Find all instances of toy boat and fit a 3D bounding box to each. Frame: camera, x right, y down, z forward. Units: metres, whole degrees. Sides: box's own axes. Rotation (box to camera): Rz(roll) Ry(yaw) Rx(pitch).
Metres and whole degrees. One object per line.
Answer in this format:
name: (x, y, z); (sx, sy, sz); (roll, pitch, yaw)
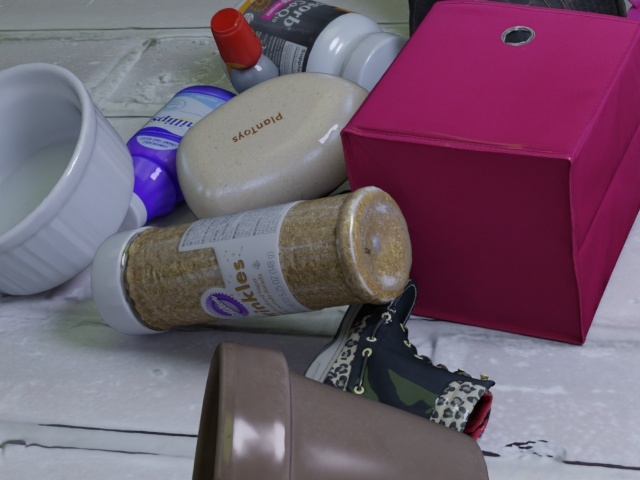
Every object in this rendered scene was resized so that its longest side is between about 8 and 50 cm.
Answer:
toy boat: (-0.064, -0.154, 1.695); (0.267, 0.148, 0.318); (-23, 53, 4)

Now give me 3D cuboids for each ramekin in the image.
ramekin: (-0.361, -0.067, 1.615); (0.277, 0.135, 0.277); (-16, 52, 22)

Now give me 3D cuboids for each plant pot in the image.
plant pot: (0.011, 0.225, 1.096); (0.229, 0.263, 0.263); (7, 31, -9)

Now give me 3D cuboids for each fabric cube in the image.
fabric cube: (0.201, -0.082, 1.453); (0.254, 0.259, 0.258); (11, 44, 26)

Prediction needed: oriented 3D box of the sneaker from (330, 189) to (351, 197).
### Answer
sneaker: (0.000, 0.000, 1.590); (0.069, 0.082, 0.209); (-31, 4, 28)

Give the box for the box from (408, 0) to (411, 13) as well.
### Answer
box: (0.271, -0.435, 1.970); (0.293, 0.296, 0.073); (6, 35, 21)

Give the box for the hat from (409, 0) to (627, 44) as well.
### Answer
hat: (0.211, -0.223, 1.607); (0.331, 0.331, 0.134); (15, 30, 32)

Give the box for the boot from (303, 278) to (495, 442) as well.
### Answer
boot: (0.098, 0.130, 1.341); (0.178, 0.085, 0.236); (13, 38, 23)

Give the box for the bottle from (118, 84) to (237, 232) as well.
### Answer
bottle: (-0.201, -0.107, 1.761); (0.118, 0.092, 0.283); (13, 38, 21)

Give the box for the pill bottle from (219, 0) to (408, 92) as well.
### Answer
pill bottle: (0.000, -0.255, 1.879); (0.278, 0.162, 0.162); (23, 44, 40)

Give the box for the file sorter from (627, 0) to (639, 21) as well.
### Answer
file sorter: (0.494, -0.385, 1.812); (0.291, 0.182, 0.202); (-54, 38, 7)

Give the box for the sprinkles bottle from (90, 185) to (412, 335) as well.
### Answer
sprinkles bottle: (-0.080, 0.026, 1.410); (0.355, 0.121, 0.121); (-10, 27, 34)
